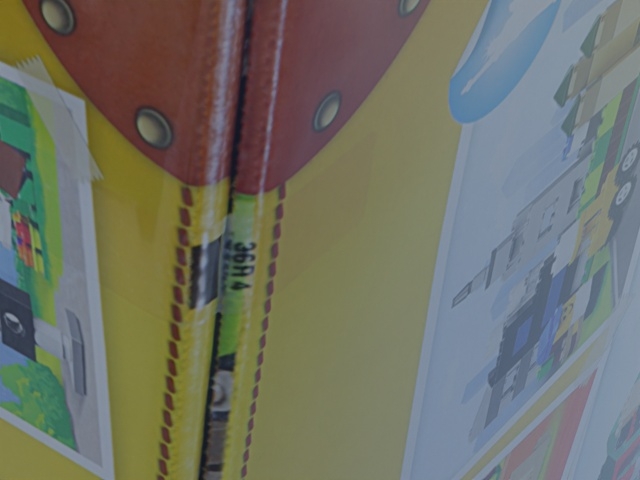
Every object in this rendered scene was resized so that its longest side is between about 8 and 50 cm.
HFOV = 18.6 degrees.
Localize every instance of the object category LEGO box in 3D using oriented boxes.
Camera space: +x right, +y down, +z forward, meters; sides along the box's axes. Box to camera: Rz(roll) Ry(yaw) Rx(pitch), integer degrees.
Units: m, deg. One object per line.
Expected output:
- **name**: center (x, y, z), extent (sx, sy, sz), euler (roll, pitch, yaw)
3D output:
- **LEGO box**: center (0.000, 0.000, 0.603), extent (0.193, 0.500, 0.372), euler (31, -134, 23)
